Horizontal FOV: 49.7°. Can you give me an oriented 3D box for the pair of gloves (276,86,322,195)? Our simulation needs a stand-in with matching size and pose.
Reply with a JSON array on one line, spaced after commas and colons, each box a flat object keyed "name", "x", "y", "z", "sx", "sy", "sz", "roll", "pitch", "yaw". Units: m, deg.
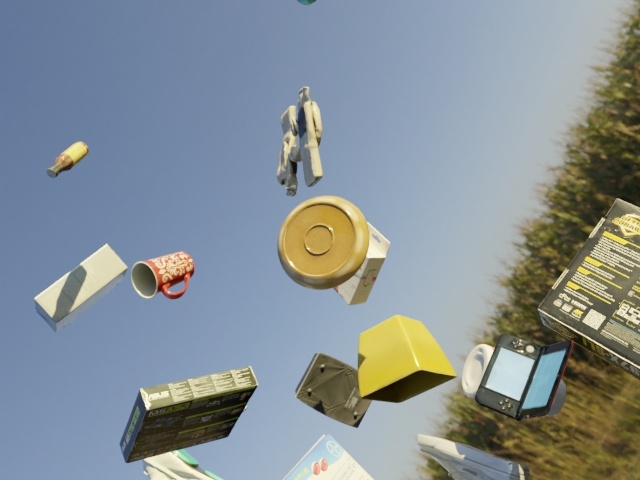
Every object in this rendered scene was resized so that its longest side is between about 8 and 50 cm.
[{"name": "pair of gloves", "x": -0.053, "y": -0.205, "z": 1.483, "sx": 0.240, "sy": 0.042, "sz": 0.204, "roll": 164, "pitch": 106, "yaw": -70}]

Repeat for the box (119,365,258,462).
[{"name": "box", "x": -0.218, "y": 0.286, "z": 1.133, "sx": 0.190, "sy": 0.045, "sz": 0.184, "roll": -6, "pitch": -40, "yaw": -32}]

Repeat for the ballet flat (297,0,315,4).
[{"name": "ballet flat", "x": -0.049, "y": -0.647, "z": 1.572, "sx": 0.247, "sy": 0.083, "sz": 0.087, "roll": 53, "pitch": -135, "yaw": -64}]

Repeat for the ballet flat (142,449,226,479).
[{"name": "ballet flat", "x": -0.309, "y": 0.571, "z": 1.612, "sx": 0.139, "sy": 0.400, "sz": 0.139, "roll": -53, "pitch": -17, "yaw": -25}]

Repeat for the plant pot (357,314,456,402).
[{"name": "plant pot", "x": 0.226, "y": 0.335, "z": 1.982, "sx": 0.212, "sy": 0.187, "sz": 0.212, "roll": -33, "pitch": -32, "yaw": 28}]

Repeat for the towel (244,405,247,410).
[{"name": "towel", "x": -0.364, "y": 0.490, "z": 2.089, "sx": 0.336, "sy": 0.243, "sz": 0.040, "roll": 63, "pitch": -143, "yaw": -80}]

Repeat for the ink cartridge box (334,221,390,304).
[{"name": "ink cartridge box", "x": 0.101, "y": 0.061, "z": 1.861, "sx": 0.067, "sy": 0.115, "sz": 0.198, "roll": -3, "pitch": -55, "yaw": -40}]

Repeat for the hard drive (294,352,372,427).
[{"name": "hard drive", "x": 0.049, "y": 0.467, "z": 2.168, "sx": 0.172, "sy": 0.254, "sz": 0.054, "roll": -61, "pitch": 25, "yaw": -8}]

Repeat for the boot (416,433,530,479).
[{"name": "boot", "x": 0.285, "y": 0.474, "z": 1.377, "sx": 0.095, "sy": 0.258, "sz": 0.123, "roll": 24, "pitch": -103, "yaw": -39}]

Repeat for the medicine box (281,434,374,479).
[{"name": "medicine box", "x": 0.027, "y": 0.624, "z": 1.525, "sx": 0.149, "sy": 0.289, "sz": 0.263, "roll": -52, "pitch": -12, "yaw": 23}]

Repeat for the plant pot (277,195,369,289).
[{"name": "plant pot", "x": 0.000, "y": 0.000, "z": 1.660, "sx": 0.236, "sy": 0.236, "sz": 0.032, "roll": -63, "pitch": -25, "yaw": -5}]

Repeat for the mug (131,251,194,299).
[{"name": "mug", "x": -0.466, "y": 0.114, "z": 2.099, "sx": 0.113, "sy": 0.150, "sz": 0.169, "roll": -31, "pitch": -4, "yaw": 36}]

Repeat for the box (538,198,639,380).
[{"name": "box", "x": 0.573, "y": 0.106, "z": 1.155, "sx": 0.257, "sy": 0.322, "sz": 0.079, "roll": -51, "pitch": -37, "yaw": -9}]

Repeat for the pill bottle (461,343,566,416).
[{"name": "pill bottle", "x": 0.379, "y": 0.279, "z": 1.351, "sx": 0.108, "sy": 0.180, "sz": 0.108, "roll": -160, "pitch": 90, "yaw": -78}]

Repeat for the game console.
[{"name": "game console", "x": 0.343, "y": 0.222, "z": 1.172, "sx": 0.144, "sy": 0.124, "sz": 0.085, "roll": -59, "pitch": -24, "yaw": -25}]

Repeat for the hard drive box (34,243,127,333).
[{"name": "hard drive box", "x": -0.648, "y": 0.133, "z": 1.870, "sx": 0.232, "sy": 0.089, "sz": 0.181, "roll": -42, "pitch": 2, "yaw": -27}]

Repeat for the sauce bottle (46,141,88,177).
[{"name": "sauce bottle", "x": -0.596, "y": -0.188, "z": 1.623, "sx": 0.128, "sy": 0.042, "sz": 0.042, "roll": -60, "pitch": -16, "yaw": -49}]
